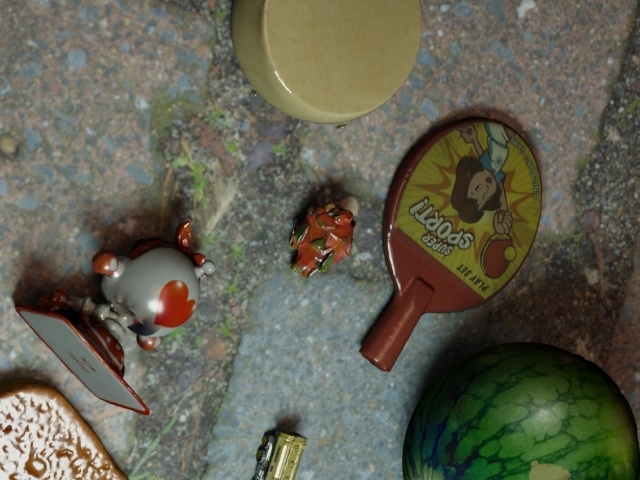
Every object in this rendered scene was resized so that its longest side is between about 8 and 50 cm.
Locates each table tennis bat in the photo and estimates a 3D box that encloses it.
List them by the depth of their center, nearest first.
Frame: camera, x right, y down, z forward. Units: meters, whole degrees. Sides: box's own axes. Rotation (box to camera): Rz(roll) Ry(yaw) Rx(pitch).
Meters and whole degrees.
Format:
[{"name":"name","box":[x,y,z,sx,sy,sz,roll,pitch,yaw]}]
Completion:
[{"name":"table tennis bat","box":[0.184,0.007,1.964,0.268,0.051,0.414,39,78,-29]}]

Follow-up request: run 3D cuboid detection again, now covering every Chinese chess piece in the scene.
[{"name":"Chinese chess piece","box":[0.008,-0.289,1.777,0.273,0.102,0.273,-5,101,-29]}]

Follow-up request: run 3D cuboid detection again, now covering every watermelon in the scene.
[{"name":"watermelon","box":[0.290,0.320,1.920,0.363,0.363,0.363,-6,102,-28]}]

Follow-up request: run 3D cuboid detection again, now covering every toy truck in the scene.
[{"name":"toy truck","box":[-0.060,0.328,1.882,0.052,0.063,0.123,16,92,-31]}]

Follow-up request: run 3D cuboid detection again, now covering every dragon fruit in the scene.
[{"name":"dragon fruit","box":[0.001,0.002,1.844,0.116,0.086,0.081,-66,158,6]}]

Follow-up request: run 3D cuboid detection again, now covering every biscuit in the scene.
[{"name":"biscuit","box":[-0.397,0.326,1.704,0.262,0.052,0.277,-41,113,-15]}]

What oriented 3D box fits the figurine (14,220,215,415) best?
[{"name":"figurine","box":[-0.233,0.074,1.703,0.226,0.160,0.183,-49,119,-22]}]
